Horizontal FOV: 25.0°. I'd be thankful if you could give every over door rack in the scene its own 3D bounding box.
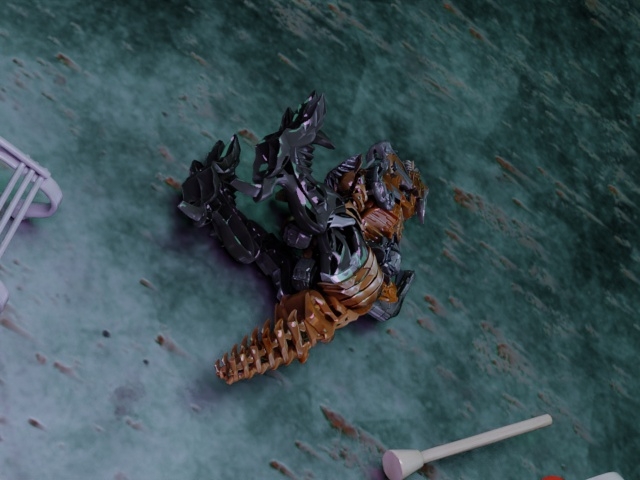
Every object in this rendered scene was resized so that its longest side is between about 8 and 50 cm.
[{"bbox_3d":[-0.357,-0.046,1.042,0.324,0.108,0.239,47,43,-29],"label":"over door rack"}]

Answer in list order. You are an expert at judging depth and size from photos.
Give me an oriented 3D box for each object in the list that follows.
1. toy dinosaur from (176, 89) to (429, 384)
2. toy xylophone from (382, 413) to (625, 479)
[{"bbox_3d":[0.000,0.000,1.263,0.218,0.164,0.322,52,23,-17],"label":"toy dinosaur"},{"bbox_3d":[0.182,0.269,1.240,0.322,0.081,0.236,-3,43,-31],"label":"toy xylophone"}]
